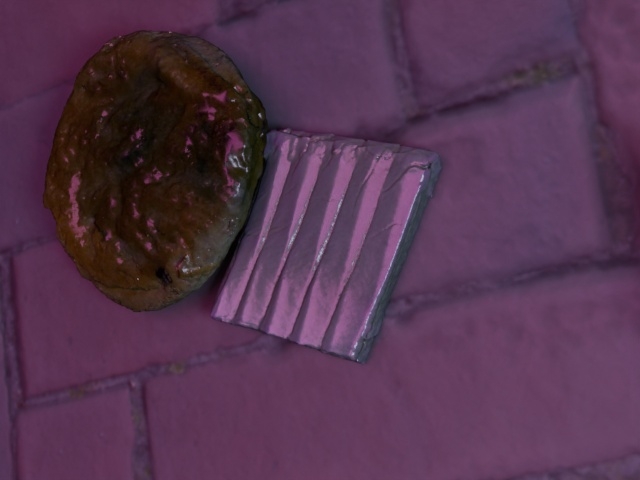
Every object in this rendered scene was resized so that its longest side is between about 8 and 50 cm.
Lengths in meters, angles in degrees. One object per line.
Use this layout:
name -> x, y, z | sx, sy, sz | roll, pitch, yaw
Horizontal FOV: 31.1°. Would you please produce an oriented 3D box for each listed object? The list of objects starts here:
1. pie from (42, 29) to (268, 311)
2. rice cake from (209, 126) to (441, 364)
pie -> -0.169, -0.072, 1.113 | 0.277, 0.078, 0.277 | -8, 76, 34
rice cake -> 0.000, 0.000, 1.047 | 0.189, 0.037, 0.198 | 13, 88, 29
